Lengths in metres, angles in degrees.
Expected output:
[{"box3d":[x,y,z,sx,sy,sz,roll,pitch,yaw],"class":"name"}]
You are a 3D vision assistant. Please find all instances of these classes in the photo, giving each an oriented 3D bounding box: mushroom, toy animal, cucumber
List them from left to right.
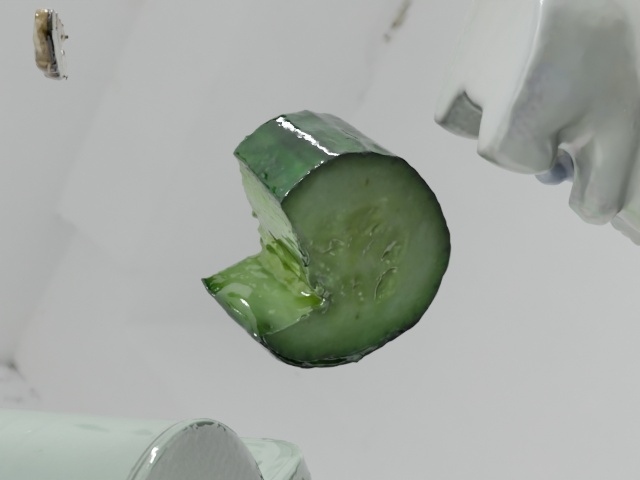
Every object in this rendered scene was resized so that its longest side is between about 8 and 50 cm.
[{"box3d":[-0.212,-0.153,1.124,0.019,0.049,0.101,4,-17,-1],"class":"mushroom"},{"box3d":[0.008,-0.005,1.157,0.191,0.130,0.191,-23,-50,-30],"class":"cucumber"},{"box3d":[0.294,-0.116,1.185,0.367,0.196,0.241,27,-76,-18],"class":"toy animal"}]

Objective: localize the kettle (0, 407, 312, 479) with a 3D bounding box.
[{"box3d":[-0.187,0.190,0.784,0.265,0.318,0.205,33,-122,-62],"class":"kettle"}]
